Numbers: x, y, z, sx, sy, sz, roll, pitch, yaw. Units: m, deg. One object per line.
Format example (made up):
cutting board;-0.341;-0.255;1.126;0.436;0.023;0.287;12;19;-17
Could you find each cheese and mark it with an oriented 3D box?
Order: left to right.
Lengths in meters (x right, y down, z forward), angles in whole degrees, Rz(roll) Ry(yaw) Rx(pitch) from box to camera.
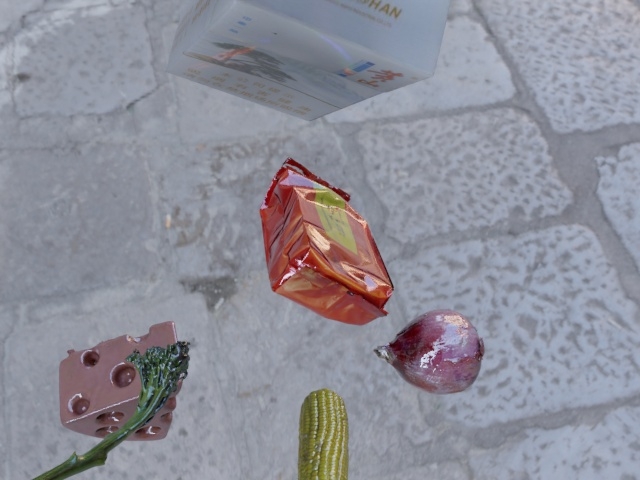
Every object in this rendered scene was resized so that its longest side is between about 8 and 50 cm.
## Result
cheese;-0.296;0.243;1.199;0.203;0.177;0.128;-20;55;1

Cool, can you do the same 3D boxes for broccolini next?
broccolini;-0.164;0.149;0.580;0.054;0.052;0.194;-8;25;32

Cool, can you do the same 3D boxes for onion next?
onion;0.190;0.202;1.310;0.195;0.159;0.159;-3;55;-14

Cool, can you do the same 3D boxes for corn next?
corn;0.004;0.308;1.064;0.080;0.080;0.231;4;29;-1

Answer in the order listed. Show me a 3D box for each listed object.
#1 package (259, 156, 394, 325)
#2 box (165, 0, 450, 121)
package;0.000;0.000;1.363;0.196;0.123;0.423;28;22;-24
box;-0.023;-0.159;0.574;0.150;0.233;0.067;12;86;-22
